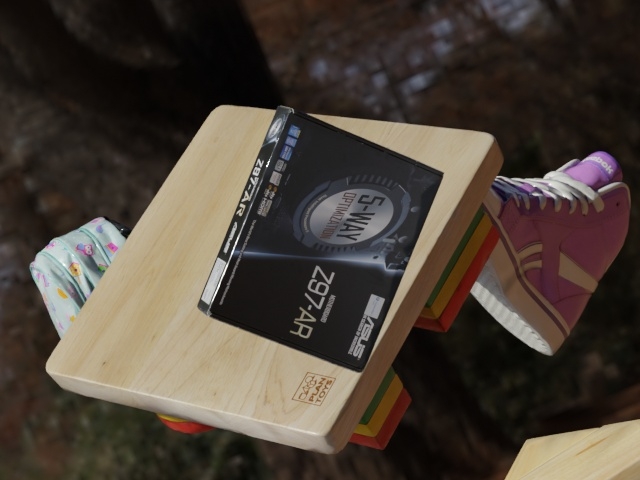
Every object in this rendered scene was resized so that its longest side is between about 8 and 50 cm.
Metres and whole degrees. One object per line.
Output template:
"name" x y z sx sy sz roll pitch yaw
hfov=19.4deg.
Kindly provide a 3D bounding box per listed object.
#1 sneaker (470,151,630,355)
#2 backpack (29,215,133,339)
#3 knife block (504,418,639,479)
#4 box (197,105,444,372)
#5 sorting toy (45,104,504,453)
"sneaker" 0.169 -0.031 1.530 0.161 0.102 0.282 -52 -33 -5
"backpack" -0.206 0.070 1.852 0.115 0.182 0.152 -32 16 -27
"knife block" 0.239 0.290 1.840 0.275 0.088 0.242 -14 24 33
"box" 0.000 0.000 0.700 0.067 0.083 0.018 23 1 -18
"sorting toy" -0.021 0.036 1.325 0.255 0.089 0.257 9 56 37
